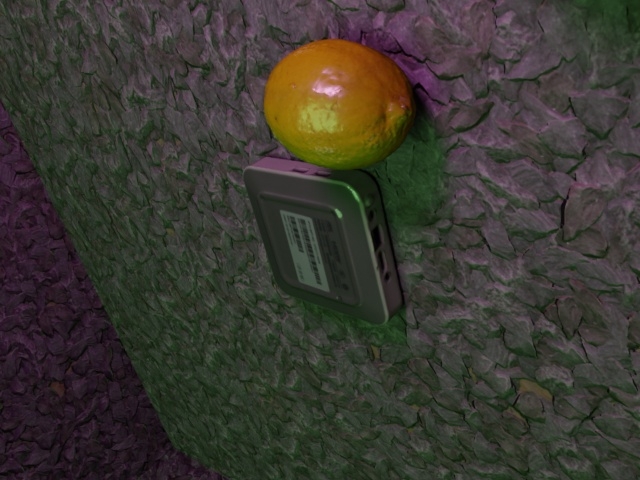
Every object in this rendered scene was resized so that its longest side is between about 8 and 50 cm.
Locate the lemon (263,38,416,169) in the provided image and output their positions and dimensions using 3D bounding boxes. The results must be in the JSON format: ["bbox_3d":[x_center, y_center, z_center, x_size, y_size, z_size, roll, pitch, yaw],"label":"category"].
[{"bbox_3d":[0.031,-0.238,1.292,0.263,0.236,0.236,42,144,20],"label":"lemon"}]

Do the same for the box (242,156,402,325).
[{"bbox_3d":[0.000,0.000,1.663,0.373,0.090,0.367,14,131,43],"label":"box"}]
